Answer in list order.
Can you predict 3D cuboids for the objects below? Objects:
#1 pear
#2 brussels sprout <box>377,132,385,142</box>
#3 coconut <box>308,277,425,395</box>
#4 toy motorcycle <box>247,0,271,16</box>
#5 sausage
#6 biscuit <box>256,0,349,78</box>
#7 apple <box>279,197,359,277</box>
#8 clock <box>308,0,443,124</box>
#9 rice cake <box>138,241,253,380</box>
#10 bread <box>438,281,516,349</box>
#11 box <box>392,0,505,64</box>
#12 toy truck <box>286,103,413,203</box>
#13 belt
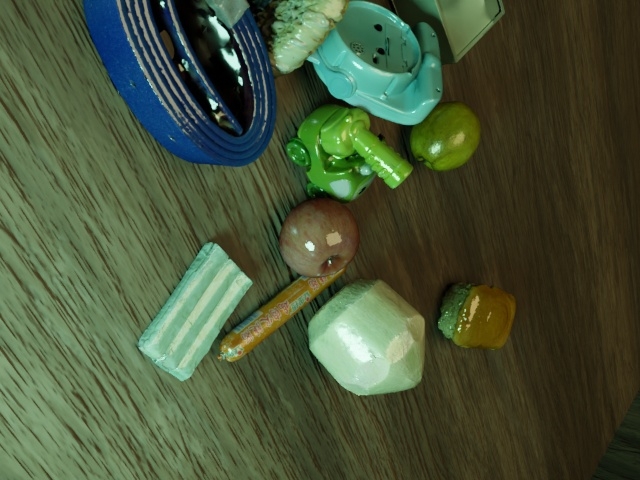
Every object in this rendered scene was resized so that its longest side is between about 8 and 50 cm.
[{"bbox_3d":[0.276,-0.229,1.308,0.162,0.149,0.148,-48,127,-17],"label":"pear"},{"bbox_3d":[0.106,-0.198,1.222,0.083,0.046,0.050,-13,112,-42],"label":"brussels sprout"},{"bbox_3d":[0.099,0.197,1.142,0.224,0.224,0.234,-33,83,-35],"label":"coconut"},{"bbox_3d":[-0.051,-0.553,0.882,0.172,0.232,0.415,9,91,-40],"label":"toy motorcycle"},{"bbox_3d":[-0.061,0.117,1.111,0.348,0.053,0.053,-37,121,-33],"label":"sausage"},{"bbox_3d":[-0.019,-0.393,0.975,0.084,0.179,0.281,32,75,-42],"label":"biscuit"},{"bbox_3d":[0.000,0.000,1.087,0.154,0.120,0.153,-21,142,-17],"label":"apple"},{"bbox_3d":[0.091,-0.342,1.077,0.274,0.094,0.223,14,56,-21],"label":"clock"},{"bbox_3d":[-0.207,0.120,0.983,0.211,0.038,0.124,-54,129,-22],"label":"rice cake"},{"bbox_3d":[0.411,0.197,1.530,0.246,0.121,0.173,18,83,-46],"label":"bread"},{"bbox_3d":[0.267,-0.536,1.269,0.225,0.118,0.224,-47,125,-27],"label":"box"},{"bbox_3d":[0.051,-0.165,1.080,0.148,0.211,0.187,-46,109,-26],"label":"toy truck"},{"bbox_3d":[-0.194,-0.272,0.874,0.212,0.117,0.346,-44,125,-27],"label":"belt"}]
